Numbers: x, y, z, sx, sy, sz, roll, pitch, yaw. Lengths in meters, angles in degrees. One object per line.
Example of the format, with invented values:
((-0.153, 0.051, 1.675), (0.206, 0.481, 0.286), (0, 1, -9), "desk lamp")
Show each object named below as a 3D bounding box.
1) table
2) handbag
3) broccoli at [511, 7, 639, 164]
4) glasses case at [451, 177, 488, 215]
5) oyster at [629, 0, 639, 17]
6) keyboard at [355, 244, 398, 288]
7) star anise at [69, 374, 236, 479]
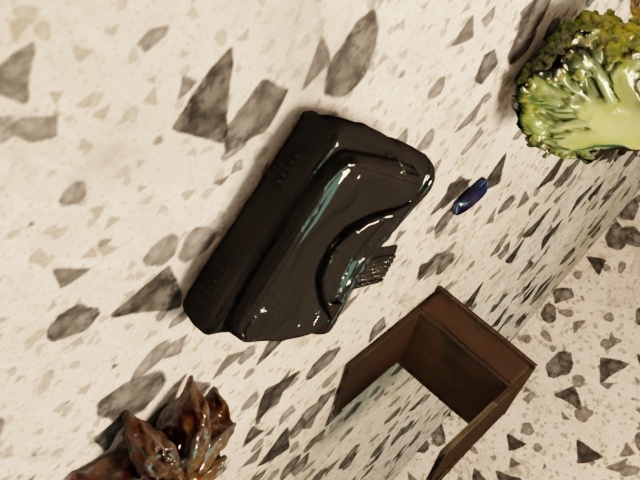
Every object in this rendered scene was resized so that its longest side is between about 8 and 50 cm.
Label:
((0.214, 0.287, 1.561), (0.282, 0.250, 0.196), (-33, 153, -33), "table")
((0.000, 0.000, 0.893), (0.244, 0.088, 0.275), (9, 117, -56), "handbag")
((0.421, -0.230, 1.182), (0.242, 0.273, 0.180), (101, 3, -52), "broccoli")
((0.257, -0.073, 1.365), (0.083, 0.023, 0.033), (-40, 157, -22), "glasses case")
((0.528, -0.424, 1.280), (0.103, 0.051, 0.148), (-11, 121, -53), "oyster")
((0.060, 0.045, 1.194), (0.196, 0.015, 0.074), (-7, 132, -60), "keyboard")
((-0.192, 0.291, 1.003), (0.223, 0.109, 0.236), (-33, 151, -44), "star anise")
